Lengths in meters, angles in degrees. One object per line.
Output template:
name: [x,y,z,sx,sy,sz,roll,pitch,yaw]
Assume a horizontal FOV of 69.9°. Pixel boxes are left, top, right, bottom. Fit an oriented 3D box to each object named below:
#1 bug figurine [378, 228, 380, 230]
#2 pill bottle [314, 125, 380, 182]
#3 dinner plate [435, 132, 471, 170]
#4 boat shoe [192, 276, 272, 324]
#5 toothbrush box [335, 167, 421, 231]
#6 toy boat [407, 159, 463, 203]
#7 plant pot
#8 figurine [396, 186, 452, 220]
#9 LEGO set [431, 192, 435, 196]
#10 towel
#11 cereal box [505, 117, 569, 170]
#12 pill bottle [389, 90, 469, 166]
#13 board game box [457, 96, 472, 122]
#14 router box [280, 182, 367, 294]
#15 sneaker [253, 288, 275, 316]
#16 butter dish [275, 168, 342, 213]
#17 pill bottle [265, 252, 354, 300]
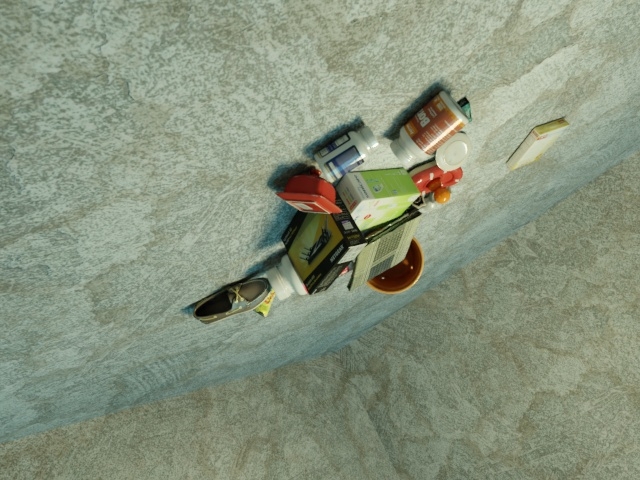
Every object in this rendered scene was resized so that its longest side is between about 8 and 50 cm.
bug figurine: [0.225,-0.020,1.843,0.216,0.072,0.279,-42,133,12]
pill bottle: [0.075,-0.242,1.265,0.169,0.094,0.094,-31,158,8]
dinner plate: [0.469,-0.307,1.602,0.141,0.017,0.141,-10,125,-14]
boat shoe: [-0.344,0.233,1.793,0.324,0.117,0.097,-25,162,6]
toothbrush box: [0.170,-0.133,1.583,0.283,0.122,0.206,-9,152,-36]
toy boat: [0.427,-0.203,1.692,0.231,0.151,0.151,-23,158,-13]
plant pot: [0.317,0.082,2.063,0.290,0.291,0.203,-33,175,11]
figurine: [0.419,-0.158,1.890,0.214,0.092,0.209,-23,165,-16]
LEGO set: [0.465,-0.201,1.786,0.083,0.054,0.023,-61,-177,-19]
towel: [0.238,0.036,1.764,0.312,0.056,0.324,-28,151,-24]
cereal box: [0.929,-0.411,1.968,0.172,0.047,0.240,-20,156,-20]
pill bottle: [0.312,-0.320,1.339,0.216,0.121,0.121,-41,155,27]
board game box: [0.394,-0.365,1.465,0.186,0.026,0.126,-33,158,11]
router box: [0.000,0.000,1.511,0.080,0.243,0.309,-12,152,-35]
sneaker: [-0.228,0.233,1.892,0.081,0.208,0.094,35,110,-17]
butter dish: [-0.024,-0.151,1.333,0.159,0.118,0.160,6,169,30]
pill bottle: [-0.043,0.103,1.772,0.318,0.176,0.176,-28,158,-2]
